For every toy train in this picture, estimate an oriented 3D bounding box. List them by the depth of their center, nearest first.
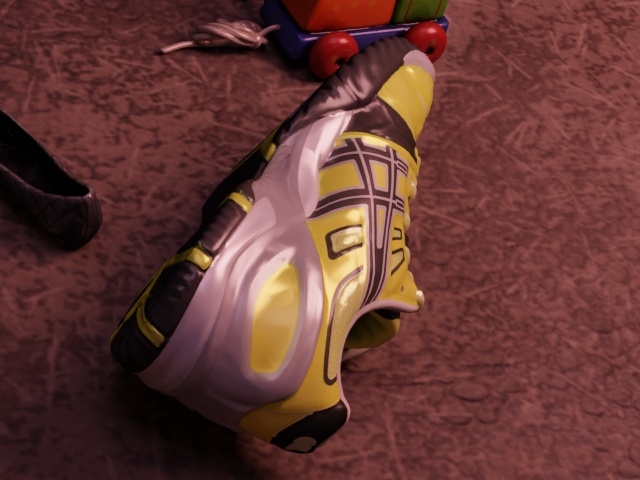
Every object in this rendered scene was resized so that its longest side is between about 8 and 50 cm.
[{"bbox_3d":[0.001,-0.212,1.348,0.248,0.143,0.105,-10,48,-30],"label":"toy train"}]

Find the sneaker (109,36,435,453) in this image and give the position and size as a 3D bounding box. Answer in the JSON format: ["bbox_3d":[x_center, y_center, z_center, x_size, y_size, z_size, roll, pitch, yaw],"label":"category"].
[{"bbox_3d":[0.000,0.000,1.149,0.147,0.145,0.384,41,44,-7],"label":"sneaker"}]

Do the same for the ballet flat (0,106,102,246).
[{"bbox_3d":[-0.208,-0.062,1.175,0.173,0.049,0.057,40,44,22],"label":"ballet flat"}]
